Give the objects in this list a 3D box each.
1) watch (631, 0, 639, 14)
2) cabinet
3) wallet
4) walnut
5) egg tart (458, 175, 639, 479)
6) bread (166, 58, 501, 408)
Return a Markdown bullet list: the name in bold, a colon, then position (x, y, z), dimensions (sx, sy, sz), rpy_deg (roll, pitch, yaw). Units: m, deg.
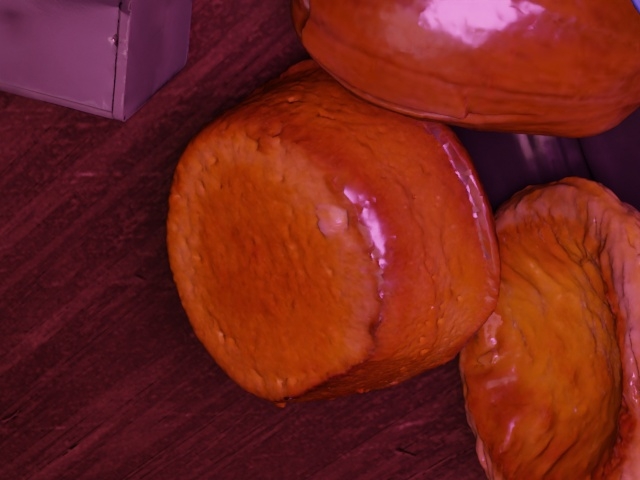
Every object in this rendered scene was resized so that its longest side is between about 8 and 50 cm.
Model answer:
- **watch**: position (0.246, -0.231, 1.116), dimensions (0.241, 0.274, 0.305), rpy_deg (-32, 148, 19)
- **cabinet**: position (-0.229, -0.215, 1.416), dimensions (0.206, 0.150, 0.145), rpy_deg (15, 120, 12)
- **wallet**: position (0.238, -0.021, 1.426), dimensions (0.323, 0.041, 0.247), rpy_deg (-10, 116, 31)
- **walnut**: position (0.137, -0.177, 1.278), dimensions (0.336, 0.209, 0.209), rpy_deg (17, 125, 1)
- **egg tart**: position (0.231, 0.098, 1.360), dimensions (0.128, 0.319, 0.319), rpy_deg (-1, 130, -26)
- **bread**: position (0.003, -0.004, 1.416), dimensions (0.312, 0.172, 0.312), rpy_deg (17, 117, 36)
